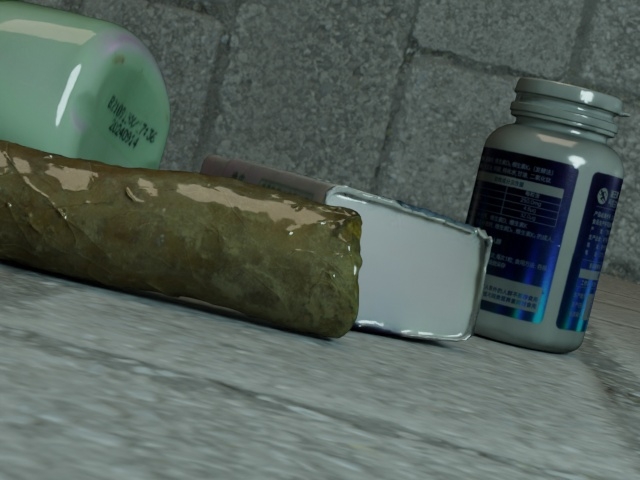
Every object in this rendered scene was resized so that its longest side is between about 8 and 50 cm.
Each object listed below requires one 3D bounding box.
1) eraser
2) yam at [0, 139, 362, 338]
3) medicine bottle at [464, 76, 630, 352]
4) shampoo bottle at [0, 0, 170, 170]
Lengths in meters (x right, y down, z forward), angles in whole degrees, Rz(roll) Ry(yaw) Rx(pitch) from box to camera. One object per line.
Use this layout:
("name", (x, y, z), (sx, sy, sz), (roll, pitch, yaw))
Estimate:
("eraser", (0.000, 0.000, 1.018), (0.130, 0.086, 0.287), (14, 3, -20))
("yam", (-0.149, -0.020, 0.813), (0.356, 0.081, 0.081), (14, 3, -2))
("medicine bottle", (0.164, -0.019, 1.067), (0.107, 0.191, 0.107), (13, 3, -1))
("shampoo bottle", (-0.290, -0.102, 0.969), (0.349, 0.151, 0.222), (16, -9, 15))
